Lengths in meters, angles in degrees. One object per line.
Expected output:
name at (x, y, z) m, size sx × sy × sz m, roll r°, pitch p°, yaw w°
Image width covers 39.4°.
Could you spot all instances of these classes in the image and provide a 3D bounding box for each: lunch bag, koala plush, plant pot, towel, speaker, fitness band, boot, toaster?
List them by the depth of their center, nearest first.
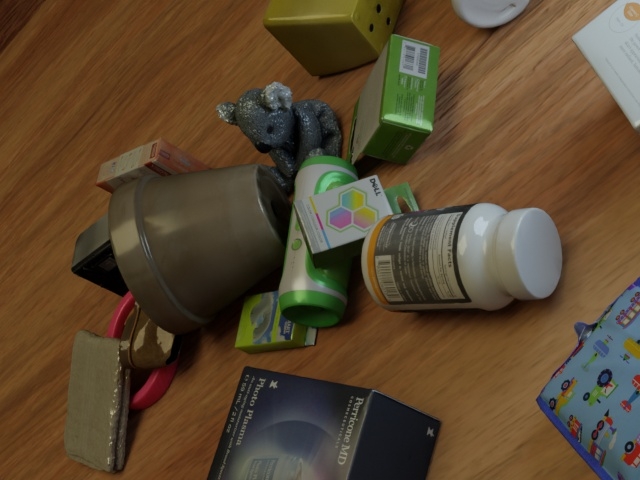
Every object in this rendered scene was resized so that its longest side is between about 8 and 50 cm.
lunch bag at (0.400, 0.181, 1.111) m, size 0.221 × 0.138 × 0.293 m, roll -54°, pitch 31°, yaw 10°
speaker at (0.000, 0.000, 1.617) m, size 0.131 × 0.131 × 0.297 m, roll -16°, pitch 56°, yaw 39°
plant pot at (-0.205, -0.014, 1.734) m, size 0.280 × 0.323 × 0.323 m, roll -22°, pitch 50°, yaw 15°
koala plush at (-0.086, -0.228, 1.777) m, size 0.196 × 0.221 × 0.203 m, roll -11°, pitch 59°, yaw 42°
plant pot at (0.042, -0.474, 1.825) m, size 0.187 × 0.212 × 0.212 m, roll 10°, pitch 73°, yaw 36°
boot at (-0.323, 0.122, 1.855) m, size 0.115 × 0.112 × 0.305 m, roll 0°, pitch 65°, yaw 17°
towel at (-0.469, 0.340, 1.895) m, size 0.187 × 0.049 × 0.282 m, roll 5°, pitch 89°, yaw 43°
fitness band at (-0.386, 0.222, 1.938) m, size 0.209 × 0.054 × 0.291 m, roll -26°, pitch 51°, yaw 33°
toaster at (-0.448, 0.027, 2.033) m, size 0.185 × 0.168 × 0.110 m, roll -33°, pitch 45°, yaw 28°

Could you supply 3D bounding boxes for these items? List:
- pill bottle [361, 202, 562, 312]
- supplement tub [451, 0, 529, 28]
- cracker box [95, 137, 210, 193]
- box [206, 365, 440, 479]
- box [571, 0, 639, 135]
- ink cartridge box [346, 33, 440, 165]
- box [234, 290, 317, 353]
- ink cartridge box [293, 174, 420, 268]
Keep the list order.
pill bottle at (0.211, 0.028, 1.360) m, size 0.278 × 0.162 × 0.162 m, roll -6°, pitch 62°, yaw 43°
supplement tub at (0.293, -0.499, 1.615) m, size 0.144 × 0.144 × 0.200 m, roll -31°, pitch 47°, yaw 29°
cracker box at (-0.393, -0.150, 2.096) m, size 0.232 × 0.155 × 0.067 m, roll -16°, pitch 56°, yaw 40°
box at (-0.013, 0.368, 1.365) m, size 0.294 × 0.182 × 0.296 m, roll 1°, pitch 68°, yaw 45°
box at (0.554, -0.282, 1.193) m, size 0.345 × 0.168 × 0.215 m, roll -39°, pitch 43°, yaw 24°
ink cartridge box at (0.127, -0.231, 1.672) m, size 0.255 × 0.097 × 0.189 m, roll 123°, pitch 158°, yaw -63°
box at (-0.080, 0.150, 1.676) m, size 0.178 × 0.042 × 0.109 m, roll -13°, pitch 58°, yaw 42°
ink cartridge box at (0.070, -0.040, 1.525) m, size 0.209 × 0.062 × 0.109 m, roll -18°, pitch 63°, yaw -5°
